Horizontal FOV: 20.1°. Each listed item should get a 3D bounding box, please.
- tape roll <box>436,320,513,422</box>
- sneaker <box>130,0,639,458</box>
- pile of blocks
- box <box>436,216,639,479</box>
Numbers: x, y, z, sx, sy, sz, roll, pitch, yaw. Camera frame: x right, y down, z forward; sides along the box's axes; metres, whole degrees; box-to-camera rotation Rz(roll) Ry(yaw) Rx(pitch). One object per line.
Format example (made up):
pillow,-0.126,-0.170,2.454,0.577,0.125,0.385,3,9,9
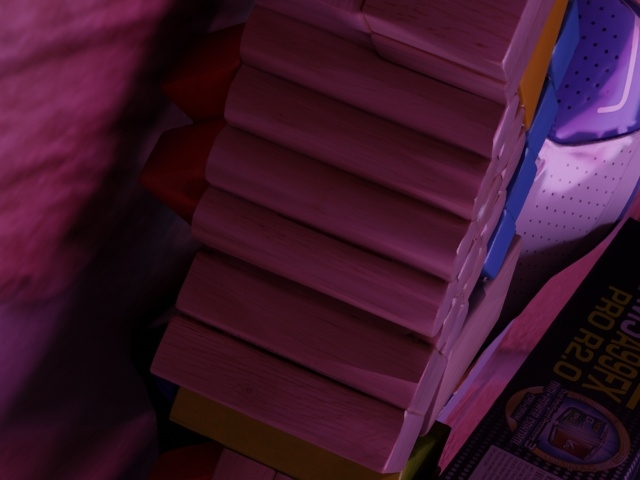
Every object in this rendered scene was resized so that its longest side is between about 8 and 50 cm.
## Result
tape roll,0.061,0.073,1.194,0.219,0.072,0.219,-51,168,-15
sneaker,0.025,0.020,0.767,0.315,0.127,0.182,-58,170,22
pile of blocks,0.000,0.000,0.605,0.149,0.112,0.362,-48,157,-56
box,0.083,0.139,0.758,0.270,0.060,0.216,-43,154,-55
